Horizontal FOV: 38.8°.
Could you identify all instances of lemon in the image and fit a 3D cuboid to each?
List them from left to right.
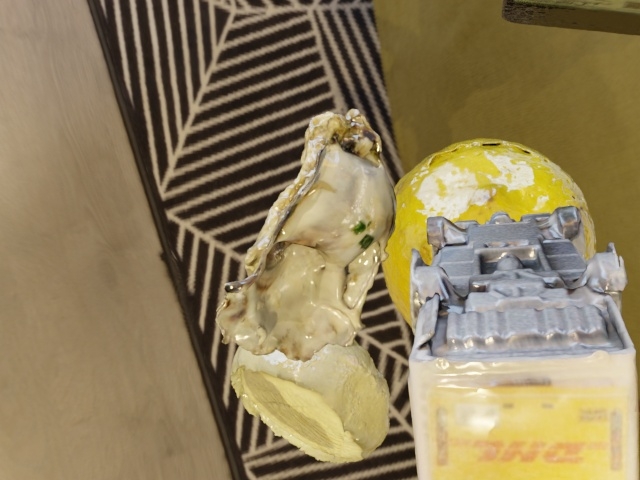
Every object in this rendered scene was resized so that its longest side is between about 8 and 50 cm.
[{"bbox_3d":[0.262,0.023,1.442,0.349,0.387,0.350,-5,61,9],"label":"lemon"}]

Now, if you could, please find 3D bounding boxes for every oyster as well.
[{"bbox_3d":[0.003,0.002,0.572,0.108,0.053,0.166,29,94,-27],"label":"oyster"}]

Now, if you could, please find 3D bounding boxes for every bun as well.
[{"bbox_3d":[-0.010,0.213,1.386,0.259,0.259,0.152,38,62,-4],"label":"bun"}]

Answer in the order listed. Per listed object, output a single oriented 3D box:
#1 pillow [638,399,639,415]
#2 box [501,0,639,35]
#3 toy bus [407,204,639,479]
[{"bbox_3d":[0.292,0.105,0.530,0.075,0.171,0.179,7,129,-37],"label":"pillow"},{"bbox_3d":[0.379,-0.273,1.004,0.350,0.211,0.058,9,91,9],"label":"box"},{"bbox_3d":[0.108,0.059,0.501,0.097,0.342,0.138,-5,96,10],"label":"toy bus"}]
